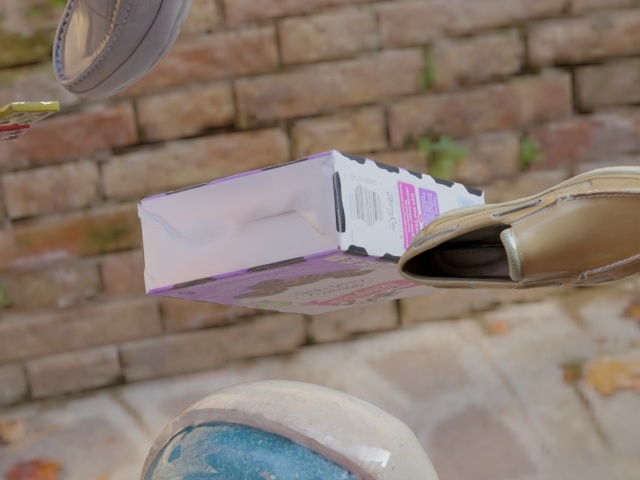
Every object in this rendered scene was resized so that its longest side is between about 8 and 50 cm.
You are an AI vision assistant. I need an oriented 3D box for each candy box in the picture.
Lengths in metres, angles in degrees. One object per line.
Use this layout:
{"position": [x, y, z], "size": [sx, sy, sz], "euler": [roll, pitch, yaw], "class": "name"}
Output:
{"position": [0.000, 0.000, 1.348], "size": [0.165, 0.070, 0.196], "euler": [-13, -14, 33], "class": "candy box"}

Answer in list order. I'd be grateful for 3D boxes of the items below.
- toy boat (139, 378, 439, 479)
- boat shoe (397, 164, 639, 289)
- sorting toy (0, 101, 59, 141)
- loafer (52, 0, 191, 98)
{"position": [0.020, 0.222, 1.100], "size": [0.318, 0.267, 0.148], "euler": [41, 57, 4], "class": "toy boat"}
{"position": [0.132, 0.004, 1.156], "size": [0.190, 0.068, 0.072], "euler": [-16, 5, 35], "class": "boat shoe"}
{"position": [-0.358, -0.103, 1.599], "size": [0.274, 0.046, 0.132], "euler": [-9, -7, -19], "class": "sorting toy"}
{"position": [-0.140, -0.218, 1.399], "size": [0.111, 0.319, 0.112], "euler": [0, 54, -30], "class": "loafer"}
